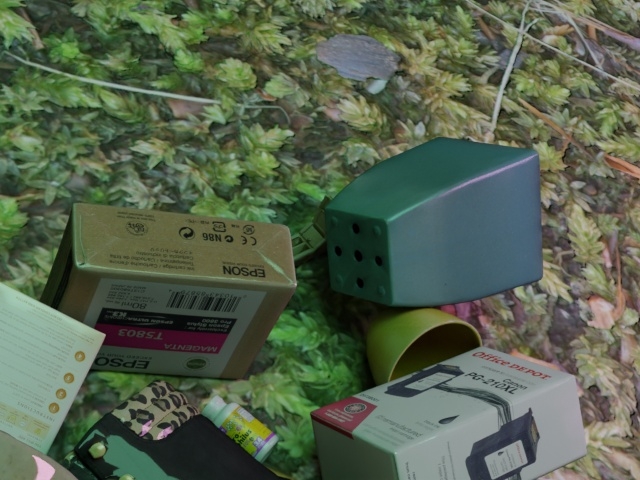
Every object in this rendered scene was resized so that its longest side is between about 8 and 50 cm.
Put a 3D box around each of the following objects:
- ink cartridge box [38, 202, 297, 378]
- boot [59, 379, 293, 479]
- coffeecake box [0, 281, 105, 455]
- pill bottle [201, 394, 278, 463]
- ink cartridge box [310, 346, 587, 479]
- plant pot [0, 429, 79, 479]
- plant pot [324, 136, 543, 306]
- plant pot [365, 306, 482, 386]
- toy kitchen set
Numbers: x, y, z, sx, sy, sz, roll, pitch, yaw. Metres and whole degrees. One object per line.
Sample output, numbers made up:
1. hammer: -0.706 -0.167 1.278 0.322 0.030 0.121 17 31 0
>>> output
1. ink cartridge box: -0.166 0.059 1.364 0.234 0.193 0.088 5 51 -21
2. boot: -0.141 0.309 1.200 0.284 0.138 0.377 39 42 8
3. coffeecake box: -0.315 0.143 1.238 0.142 0.068 0.185 29 75 -15
4. pill bottle: -0.089 0.204 1.381 0.083 0.043 0.043 38 46 9
5. ink cartridge box: 0.137 0.206 1.370 0.237 0.172 0.100 -18 106 -27
6. plant pot: -0.319 0.301 0.949 0.333 0.334 0.305 21 57 -7
7. plant pot: 0.127 -0.011 1.533 0.234 0.165 0.165 -20 23 -40
8. plant pot: 0.106 0.127 1.495 0.134 0.134 0.095 -9 34 -31
9. toy kitchen set: 0.000 0.000 1.571 0.075 0.083 0.068 -25 65 -39
